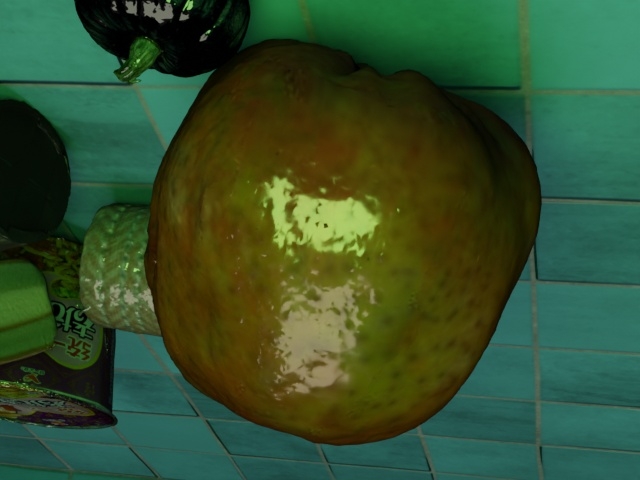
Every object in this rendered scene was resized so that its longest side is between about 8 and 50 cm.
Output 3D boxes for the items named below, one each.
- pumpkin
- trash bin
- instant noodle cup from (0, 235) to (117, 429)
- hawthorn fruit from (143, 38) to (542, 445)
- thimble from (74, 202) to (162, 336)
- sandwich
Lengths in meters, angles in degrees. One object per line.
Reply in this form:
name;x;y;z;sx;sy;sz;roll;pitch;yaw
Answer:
pumpkin;-0.169;-0.254;1.262;0.194;0.150;0.194;-12;155;-6
trash bin;-0.515;-0.068;1.650;0.301;0.203;0.252;-12;164;33
instant noodle cup;-0.477;0.146;1.933;0.339;0.266;0.340;7;162;2
hawthorn fruit;0.000;0.000;1.334;0.471;0.472;0.472;7;152;4
thimble;-0.270;0.043;1.793;0.148;0.196;0.229;9;-178;8
sandwich;-0.509;0.114;1.649;0.227;0.155;0.198;-13;180;0
